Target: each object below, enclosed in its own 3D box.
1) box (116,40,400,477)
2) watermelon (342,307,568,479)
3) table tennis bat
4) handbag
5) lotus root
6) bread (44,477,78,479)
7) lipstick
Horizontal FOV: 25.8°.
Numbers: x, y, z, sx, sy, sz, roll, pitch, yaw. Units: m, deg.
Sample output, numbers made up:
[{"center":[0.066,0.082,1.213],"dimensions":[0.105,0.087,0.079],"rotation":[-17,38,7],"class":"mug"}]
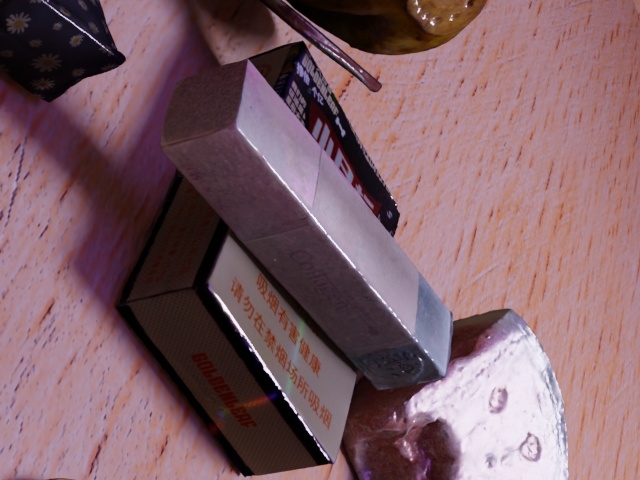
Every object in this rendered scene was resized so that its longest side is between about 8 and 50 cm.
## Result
[{"center":[-0.036,0.010,1.119],"dimensions":[0.198,0.084,0.310],"rotation":[58,31,-31],"class":"box"},{"center":[0.103,0.218,1.286],"dimensions":[0.226,0.148,0.318],"rotation":[16,75,-41],"class":"watermelon"},{"center":[-0.047,-0.209,1.169],"dimensions":[0.173,0.022,0.301],"rotation":[44,7,39],"class":"table tennis bat"},{"center":[-0.195,-0.176,0.929],"dimensions":[0.115,0.072,0.139],"rotation":[36,34,-51],"class":"handbag"},{"center":[0.039,-0.254,1.223],"dimensions":[0.193,0.291,0.193],"rotation":[-17,122,-30],"class":"lotus root"},{"center":[-0.128,0.257,0.824],"dimensions":[0.092,0.074,0.239],"rotation":[6,71,-57],"class":"bread"},{"center":[0.000,0.000,1.024],"dimensions":[0.317,0.066,0.068],"rotation":[49,38,-41],"class":"lipstick"}]
